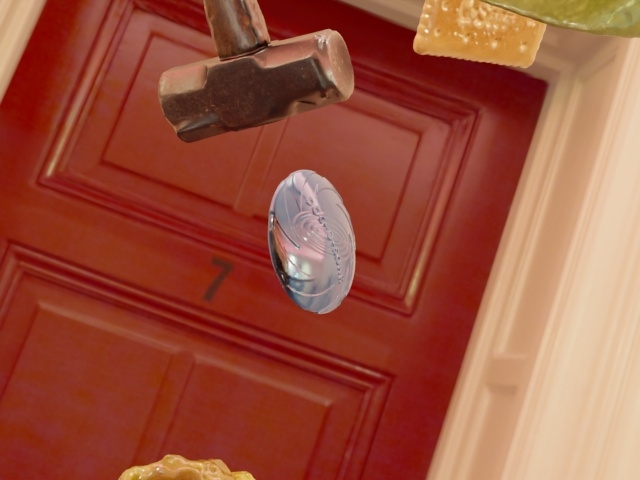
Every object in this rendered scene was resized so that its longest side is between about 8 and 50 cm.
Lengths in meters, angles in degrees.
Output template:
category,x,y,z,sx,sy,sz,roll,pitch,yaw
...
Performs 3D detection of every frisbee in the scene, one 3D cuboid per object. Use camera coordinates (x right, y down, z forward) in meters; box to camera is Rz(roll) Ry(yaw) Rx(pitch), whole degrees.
category,x,y,z,sx,sy,sz,roll,pitch,yaw
frisbee,0.000,0.000,1.303,0.045,0.242,0.242,-10,-26,34

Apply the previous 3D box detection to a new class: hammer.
category,x,y,z,sx,sy,sz,roll,pitch,yaw
hammer,-0.125,-0.323,0.915,0.243,0.095,0.408,-6,-63,24

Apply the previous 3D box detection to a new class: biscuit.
category,x,y,z,sx,sy,sz,roll,pitch,yaw
biscuit,0.272,-0.363,1.272,0.250,0.160,0.030,1,30,-30

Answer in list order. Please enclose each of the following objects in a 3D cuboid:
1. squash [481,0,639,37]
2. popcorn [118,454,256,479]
category,x,y,z,sx,sy,sz,roll,pitch,yaw
squash,0.201,-0.183,0.449,0.189,0.260,0.189,55,12,-17
popcorn,-0.118,0.297,0.740,0.198,0.197,0.155,20,-29,-1
